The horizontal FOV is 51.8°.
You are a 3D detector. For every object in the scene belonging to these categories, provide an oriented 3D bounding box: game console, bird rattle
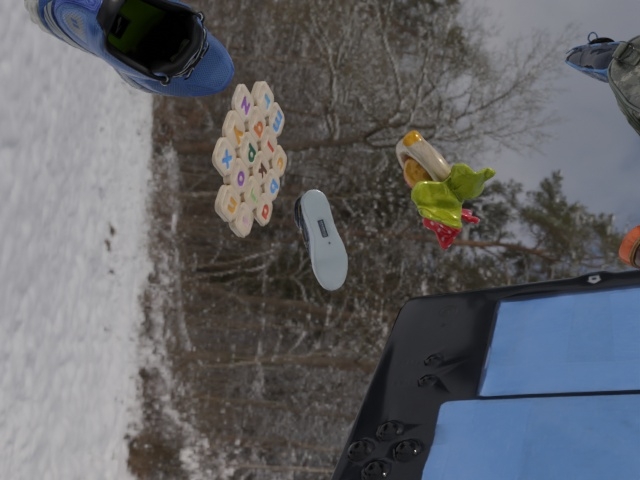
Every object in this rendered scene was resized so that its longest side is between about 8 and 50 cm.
[{"bbox_3d":[0.201,0.128,0.484,0.060,0.386,0.342,64,33,-28],"label":"game console"},{"bbox_3d":[0.218,-0.107,1.204,0.207,0.143,0.253,53,5,8],"label":"bird rattle"}]

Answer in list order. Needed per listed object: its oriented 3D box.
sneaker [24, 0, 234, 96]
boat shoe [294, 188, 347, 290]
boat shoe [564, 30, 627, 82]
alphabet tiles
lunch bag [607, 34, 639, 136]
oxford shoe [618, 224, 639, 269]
[{"bbox_3d":[-0.201,-0.239,0.829,0.130,0.147,0.330,-62,158,10],"label":"sneaker"},{"bbox_3d":[0.000,0.000,1.200,0.083,0.065,0.184,166,-88,-75],"label":"boat shoe"},{"bbox_3d":[0.626,-0.401,1.452,0.258,0.108,0.089,-101,-145,-69],"label":"boat shoe"},{"bbox_3d":[-0.134,-0.157,1.280,0.278,0.021,0.284,56,46,-62],"label":"alphabet tiles"},{"bbox_3d":[0.667,-0.225,1.139,0.213,0.305,0.256,-53,-147,13],"label":"lunch bag"},{"bbox_3d":[0.616,0.027,1.077,0.098,0.271,0.097,-133,-136,-52],"label":"oxford shoe"}]
